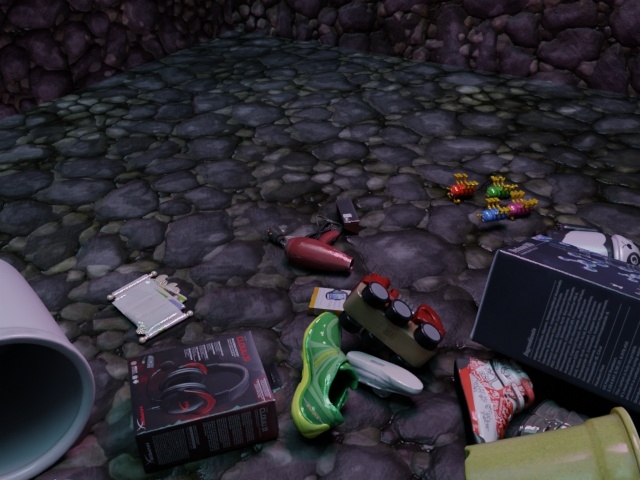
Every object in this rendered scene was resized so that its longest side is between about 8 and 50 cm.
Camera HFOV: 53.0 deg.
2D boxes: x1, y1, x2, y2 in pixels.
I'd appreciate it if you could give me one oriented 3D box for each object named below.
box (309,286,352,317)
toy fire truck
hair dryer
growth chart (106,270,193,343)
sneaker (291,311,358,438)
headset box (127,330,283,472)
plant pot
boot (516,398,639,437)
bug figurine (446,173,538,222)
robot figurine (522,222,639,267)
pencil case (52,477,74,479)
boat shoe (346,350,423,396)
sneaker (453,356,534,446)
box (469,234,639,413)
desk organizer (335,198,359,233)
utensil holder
[{"bbox_3d":[0.045,0.155,1.585,0.136,0.028,0.081,7,34,8],"label":"box"},{"bbox_3d":[0.166,0.162,1.462,0.217,0.158,0.246,38,31,0],"label":"toy fire truck"},{"bbox_3d":[0.000,0.000,1.773,0.224,0.080,0.293,-16,36,-21],"label":"hair dryer"},{"bbox_3d":[-0.424,0.157,1.609,0.172,0.021,0.237,-25,40,-31],"label":"growth chart"},{"bbox_3d":[0.024,0.272,1.321,0.124,0.109,0.295,-15,38,21],"label":"sneaker"},{"bbox_3d":[-0.223,0.310,1.287,0.294,0.110,0.218,-11,34,-13],"label":"headset box"},{"bbox_3d":[0.361,0.411,1.007,0.254,0.275,0.276,-7,32,14],"label":"plant pot"},{"bbox_3d":[0.502,0.346,1.233,0.247,0.083,0.161,-23,33,-31],"label":"boot"},{"bbox_3d":[0.518,-0.121,1.939,0.217,0.072,0.279,-5,28,-16],"label":"bug figurine"},{"bbox_3d":[0.632,0.060,1.565,0.279,0.208,0.173,5,-1,11],"label":"robot figurine"},{"bbox_3d":[-0.409,0.470,1.095,0.152,0.064,0.070,25,59,34],"label":"pencil case"},{"bbox_3d":[0.127,0.292,1.343,0.184,0.063,0.066,18,14,29],"label":"boat shoe"},{"bbox_3d":[0.351,0.327,1.252,0.145,0.090,0.270,-3,31,3],"label":"sneaker"},{"bbox_3d":[0.564,0.157,1.314,0.396,0.211,0.294,21,18,30],"label":"box"},{"bbox_3d":[0.080,-0.069,1.899,0.047,0.050,0.130,-7,34,-7],"label":"desk organizer"},{"bbox_3d":[-0.661,0.232,1.242,0.328,0.327,0.385,-23,36,-29],"label":"utensil holder"}]
